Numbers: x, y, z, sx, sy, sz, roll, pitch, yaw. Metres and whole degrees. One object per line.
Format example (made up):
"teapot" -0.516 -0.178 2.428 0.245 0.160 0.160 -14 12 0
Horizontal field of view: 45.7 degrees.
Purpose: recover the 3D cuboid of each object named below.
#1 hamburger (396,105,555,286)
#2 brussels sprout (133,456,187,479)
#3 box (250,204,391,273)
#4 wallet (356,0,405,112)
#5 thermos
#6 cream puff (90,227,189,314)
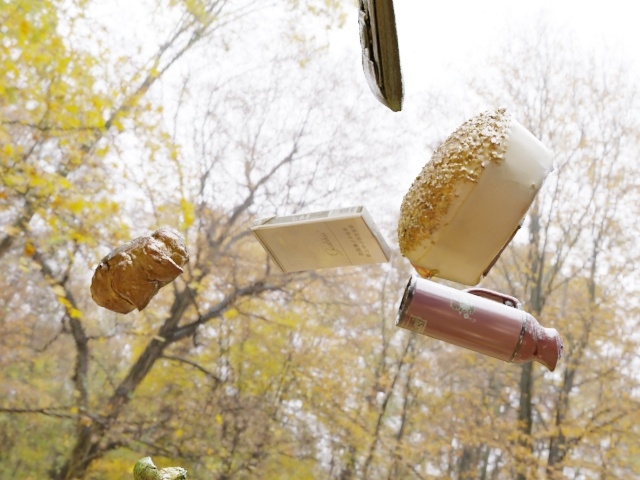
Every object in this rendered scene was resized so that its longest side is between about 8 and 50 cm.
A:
"hamburger" 0.230 -0.067 1.196 0.179 0.276 0.294 30 -40 6
"brussels sprout" -0.250 0.365 1.174 0.083 0.046 0.051 29 -56 -30
"box" 0.000 0.000 1.170 0.198 0.029 0.109 -6 -45 30
"wallet" 0.077 -0.305 1.022 0.055 0.160 0.235 -11 -65 -1
"thermos" 0.325 0.166 1.527 0.331 0.136 0.109 18 -73 3
"cream puff" -0.436 0.068 1.843 0.155 0.269 0.241 49 -21 -8
